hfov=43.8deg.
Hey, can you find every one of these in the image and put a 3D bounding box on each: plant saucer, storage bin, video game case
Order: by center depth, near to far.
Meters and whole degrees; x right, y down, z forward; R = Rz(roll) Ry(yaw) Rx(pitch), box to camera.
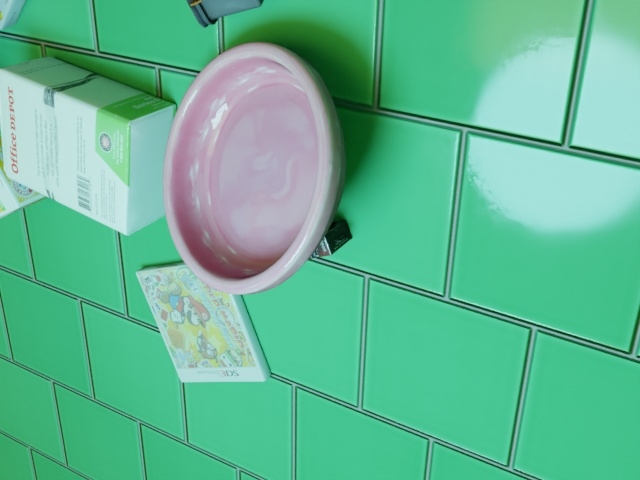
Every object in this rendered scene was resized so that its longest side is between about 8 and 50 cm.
[{"bbox_3d":[-0.129,-0.345,1.013,0.091,0.098,0.135,-2,141,24],"label":"storage bin"},{"bbox_3d":[-0.085,-0.093,1.070,0.332,0.084,0.332,-5,83,43],"label":"plant saucer"},{"bbox_3d":[-0.204,0.143,1.374,0.206,0.026,0.227,-8,108,36],"label":"video game case"}]

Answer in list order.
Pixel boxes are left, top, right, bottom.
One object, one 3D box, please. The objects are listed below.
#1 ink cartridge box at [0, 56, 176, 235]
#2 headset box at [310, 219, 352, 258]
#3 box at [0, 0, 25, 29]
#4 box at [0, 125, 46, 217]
[{"bbox_3d":[-0.375,-0.157,1.278,0.273,0.115,0.198,24,124,22],"label":"ink cartridge box"},{"bbox_3d":[0.000,0.000,1.140,0.083,0.062,0.032,-9,108,36],"label":"headset box"},{"bbox_3d":[-0.543,-0.454,1.269,0.186,0.038,0.145,49,137,-3],"label":"box"},{"bbox_3d":[-0.564,-0.152,1.410,0.103,0.114,0.203,-17,104,39],"label":"box"}]
